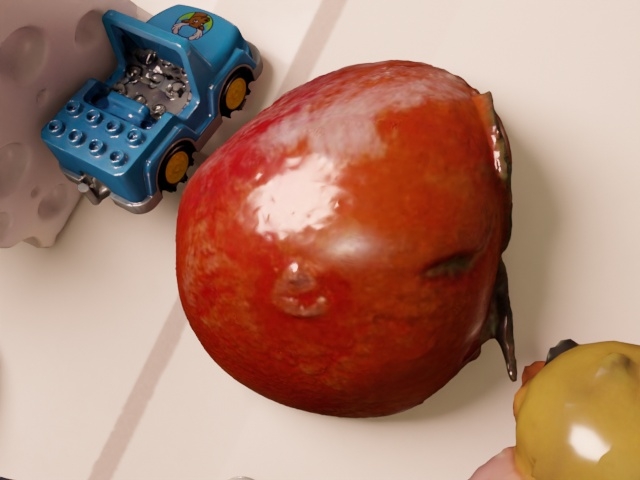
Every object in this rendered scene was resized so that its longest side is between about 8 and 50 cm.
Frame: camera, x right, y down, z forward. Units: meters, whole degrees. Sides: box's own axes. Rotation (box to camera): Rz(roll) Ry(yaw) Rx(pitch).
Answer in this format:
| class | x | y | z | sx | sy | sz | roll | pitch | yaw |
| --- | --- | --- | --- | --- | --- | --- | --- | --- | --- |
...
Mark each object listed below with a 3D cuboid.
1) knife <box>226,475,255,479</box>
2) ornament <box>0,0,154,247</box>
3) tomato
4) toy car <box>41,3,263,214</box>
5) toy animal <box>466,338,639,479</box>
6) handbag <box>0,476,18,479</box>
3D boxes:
| class | x | y | z | sx | sy | sz | roll | pitch | yaw |
| --- | --- | --- | --- | --- | --- | --- | --- | --- | --- |
| knife | 0.008 | 0.301 | 0.589 | 0.265 | 0.040 | 0.073 | 42 | 88 | 11 |
| ornament | -0.316 | -0.152 | 0.567 | 0.239 | 0.240 | 0.240 | 32 | 97 | 11 |
| tomato | 0.002 | 0.000 | 0.521 | 0.309 | 0.170 | 0.309 | 0 | 90 | 14 |
| toy car | -0.134 | -0.118 | 0.560 | 0.097 | 0.100 | 0.191 | 26 | 67 | 20 |
| toy animal | 0.172 | 0.181 | 0.483 | 0.195 | 0.169 | 0.281 | 27 | 92 | -30 |
| handbag | -0.251 | 0.378 | 0.614 | 0.329 | 0.122 | 0.303 | 6 | 91 | 13 |
